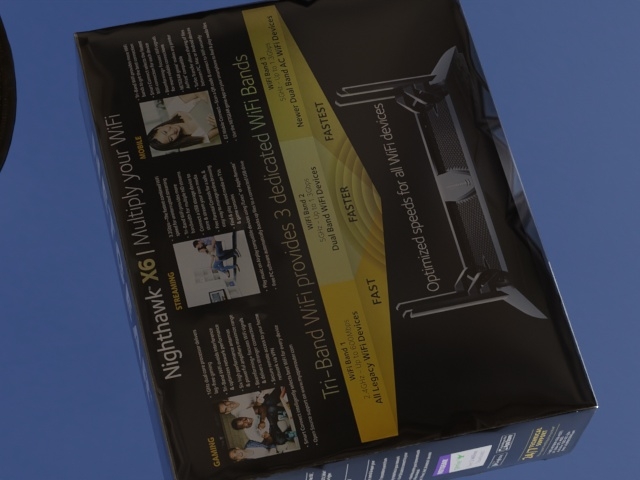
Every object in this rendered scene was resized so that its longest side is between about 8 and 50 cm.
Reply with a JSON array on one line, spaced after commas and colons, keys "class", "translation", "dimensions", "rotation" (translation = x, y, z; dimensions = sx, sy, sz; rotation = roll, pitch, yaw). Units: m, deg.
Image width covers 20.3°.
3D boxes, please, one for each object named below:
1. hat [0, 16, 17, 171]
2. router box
[{"class": "hat", "translation": [-0.339, -0.103, 0.985], "dimensions": [0.331, 0.134, 0.331], "rotation": [2, -113, -4]}, {"class": "router box", "translation": [0.000, 0.000, 1.068], "dimensions": [0.243, 0.081, 0.309], "rotation": [-10, -116, -10]}]
